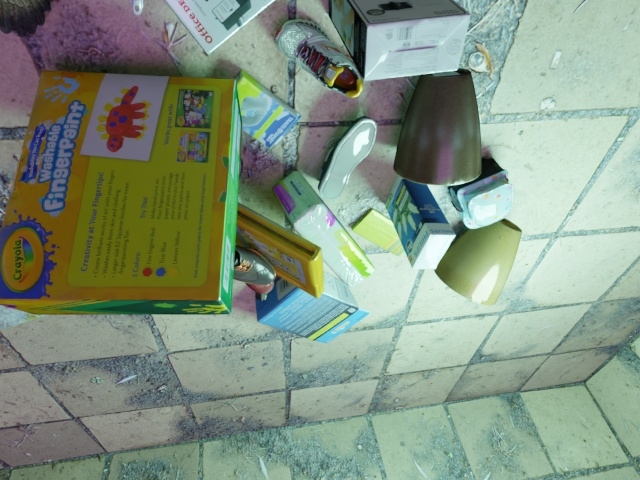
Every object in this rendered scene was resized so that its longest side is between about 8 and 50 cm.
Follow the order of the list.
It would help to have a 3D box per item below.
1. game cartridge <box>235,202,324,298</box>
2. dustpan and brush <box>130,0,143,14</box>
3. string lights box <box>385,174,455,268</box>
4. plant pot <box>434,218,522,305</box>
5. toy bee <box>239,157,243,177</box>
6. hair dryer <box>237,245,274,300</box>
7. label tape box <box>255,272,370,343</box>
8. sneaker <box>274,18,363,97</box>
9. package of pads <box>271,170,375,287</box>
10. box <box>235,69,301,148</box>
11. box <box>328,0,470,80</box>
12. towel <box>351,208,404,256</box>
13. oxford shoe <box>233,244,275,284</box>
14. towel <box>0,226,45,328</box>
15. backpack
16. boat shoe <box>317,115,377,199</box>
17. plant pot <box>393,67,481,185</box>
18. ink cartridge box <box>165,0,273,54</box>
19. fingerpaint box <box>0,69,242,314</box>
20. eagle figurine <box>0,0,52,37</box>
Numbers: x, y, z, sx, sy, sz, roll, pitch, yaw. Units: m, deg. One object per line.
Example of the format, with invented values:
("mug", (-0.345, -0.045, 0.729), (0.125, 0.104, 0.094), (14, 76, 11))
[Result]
("game cartridge", (-0.122, 0.035, 1.117), (0.285, 0.053, 0.324), (28, 159, 14))
("dustpan and brush", (-0.308, -0.498, 0.686), (0.147, 0.060, 0.211), (4, 135, -18))
("string lights box", (0.269, -0.060, 1.140), (0.076, 0.260, 0.133), (2, 135, -15))
("plant pot", (0.548, 0.045, 1.369), (0.237, 0.237, 0.254), (14, 117, -26))
("toy bee", (-0.356, -0.130, 0.980), (0.298, 0.195, 0.162), (-48, 168, 25))
("hair dryer", (-0.248, 0.104, 1.228), (0.223, 0.080, 0.293), (20, 147, -6))
("label tape box", (-0.024, 0.238, 1.493), (0.347, 0.115, 0.249), (27, 124, -38))
("sneaker", (0.008, -0.381, 0.863), (0.225, 0.093, 0.088), (19, 128, -29))
("package of pads", (0.004, -0.032, 1.116), (0.101, 0.229, 0.296), (-38, 127, 4))
("box", (-0.140, -0.295, 0.954), (0.178, 0.042, 0.109), (29, 123, -35))
("box", (0.121, -0.400, 0.728), (0.169, 0.290, 0.087), (-10, 139, -6))
("towel", (0.216, -0.024, 1.344), (0.237, 0.021, 0.102), (26, 119, -33))
("oxford shoe", (-0.215, 0.061, 1.054), (0.271, 0.098, 0.097), (31, 91, -37))
("towel", (-0.903, 0.122, 1.171), (0.374, 0.090, 0.321), (-17, 136, 4))
("backpack", (0.480, -0.124, 1.214), (0.165, 0.144, 0.188), (-26, 139, 6))
("boat shoe", (0.062, -0.218, 1.057), (0.095, 0.079, 0.255), (5, 137, -22))
("plant pot", (0.286, -0.281, 0.978), (0.215, 0.215, 0.231), (-8, 122, -6))
("ink cartridge box", (-0.173, -0.456, 0.708), (0.208, 0.087, 0.153), (-37, 138, 6))
("fingerpaint box", (-0.351, -0.087, 0.787), (0.370, 0.445, 0.163), (0, 160, -5))
("eagle figurine", (-0.509, -0.456, 0.578), (0.225, 0.226, 0.298), (0, 131, 42))
